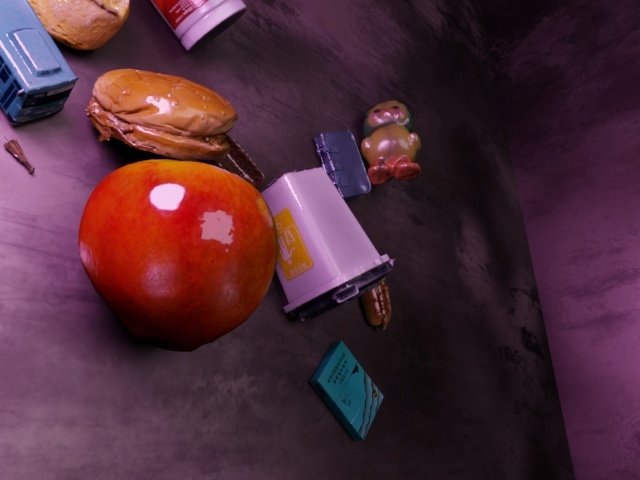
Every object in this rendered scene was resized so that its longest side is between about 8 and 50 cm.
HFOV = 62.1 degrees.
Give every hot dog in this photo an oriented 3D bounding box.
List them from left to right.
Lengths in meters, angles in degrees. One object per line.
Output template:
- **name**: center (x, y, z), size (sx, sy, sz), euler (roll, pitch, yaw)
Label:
- **hot dog**: center (0.172, 0.159, 1.684), size (0.104, 0.076, 0.250), euler (-2, 72, -49)

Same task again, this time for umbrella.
- **umbrella**: center (-0.584, -0.167, 1.033), size (0.083, 0.031, 0.020), euler (60, 9, -13)

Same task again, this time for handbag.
- **handbag**: center (0.068, -0.247, 1.768), size (0.179, 0.062, 0.229), euler (-16, 85, -47)

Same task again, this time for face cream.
- **face cream**: center (-0.326, -0.632, 1.393), size (0.187, 0.201, 0.201), euler (54, 42, -17)

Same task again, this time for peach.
- **peach**: center (-0.269, 0.026, 1.042), size (0.388, 0.388, 0.388), euler (23, 57, -40)

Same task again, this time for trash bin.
- **trash bin**: center (0.000, 0.000, 1.453), size (0.296, 0.256, 0.367), euler (-20, 80, -48)

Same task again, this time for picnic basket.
- **picnic basket**: center (-0.237, -0.199, 1.408), size (0.193, 0.055, 0.110), euler (51, 44, -20)

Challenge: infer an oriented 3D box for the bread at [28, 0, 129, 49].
- **bread**: center (-0.524, -0.517, 1.149), size (0.197, 0.171, 0.197), euler (41, 36, -40)

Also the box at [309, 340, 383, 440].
- **box**: center (0.078, 0.417, 1.486), size (0.226, 0.042, 0.161), euler (55, 43, -14)

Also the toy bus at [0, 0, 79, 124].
- **toy bus**: center (-0.595, -0.370, 1.021), size (0.128, 0.147, 0.256), euler (-40, 103, -47)

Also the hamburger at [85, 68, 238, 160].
- **hamburger**: center (-0.337, -0.272, 1.161), size (0.319, 0.319, 0.158), euler (-10, 122, -50)

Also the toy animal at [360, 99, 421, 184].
- **toy animal**: center (0.250, -0.346, 1.918), size (0.191, 0.216, 0.338), euler (72, 13, -60)
